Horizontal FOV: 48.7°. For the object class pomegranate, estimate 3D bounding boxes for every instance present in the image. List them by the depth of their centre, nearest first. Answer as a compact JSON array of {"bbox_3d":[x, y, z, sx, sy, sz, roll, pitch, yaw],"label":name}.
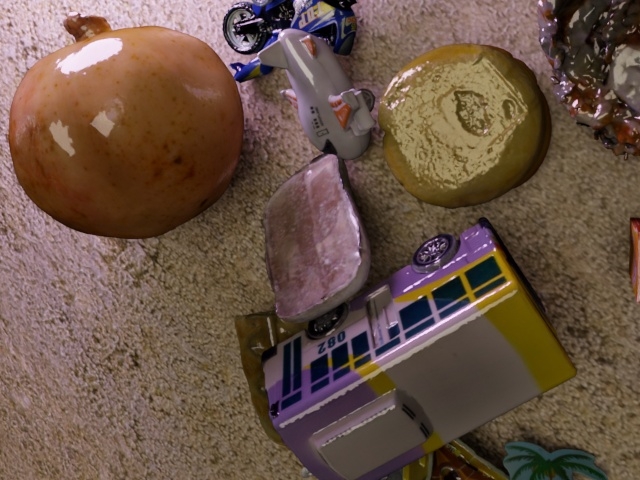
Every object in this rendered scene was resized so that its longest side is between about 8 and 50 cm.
[{"bbox_3d":[-0.331,-0.202,1.219,0.411,0.411,0.412,3,98,23],"label":"pomegranate"}]

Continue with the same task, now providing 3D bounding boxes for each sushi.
[{"bbox_3d":[0.499,-0.298,0.959,0.417,0.176,0.418,3,98,23],"label":"sushi"}]

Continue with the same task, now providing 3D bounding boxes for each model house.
[{"bbox_3d":[0.280,0.477,1.187,0.300,0.340,0.324,107,144,-54],"label":"model house"}]

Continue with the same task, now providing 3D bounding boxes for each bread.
[{"bbox_3d":[0.221,-0.176,1.113,0.269,0.148,0.270,4,101,20],"label":"bread"},{"bbox_3d":[-0.060,0.253,1.298,0.152,0.130,0.268,-11,94,22],"label":"bread"}]

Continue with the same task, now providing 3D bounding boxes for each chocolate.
[{"bbox_3d":[0.000,0.000,1.193,0.185,0.100,0.303,-30,42,19],"label":"chocolate"}]

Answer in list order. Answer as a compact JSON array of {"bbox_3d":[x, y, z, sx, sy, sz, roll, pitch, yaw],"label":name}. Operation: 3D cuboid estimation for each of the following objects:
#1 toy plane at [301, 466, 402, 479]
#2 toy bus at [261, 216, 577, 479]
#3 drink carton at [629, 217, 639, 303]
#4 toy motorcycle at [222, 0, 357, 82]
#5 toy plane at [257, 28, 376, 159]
[{"bbox_3d":[0.096,0.350,1.262,0.212,0.088,0.267,16,101,-3],"label":"toy plane"},{"bbox_3d":[0.132,0.192,1.082,0.440,0.249,0.209,-32,115,13],"label":"toy bus"},{"bbox_3d":[0.471,0.022,0.985,0.071,0.223,0.096,0,97,22],"label":"drink carton"},{"bbox_3d":[-0.041,-0.373,1.224,0.315,0.113,0.169,-17,99,33],"label":"toy motorcycle"},{"bbox_3d":[-0.001,-0.234,1.161,0.117,0.245,0.245,-37,79,-15],"label":"toy plane"}]
